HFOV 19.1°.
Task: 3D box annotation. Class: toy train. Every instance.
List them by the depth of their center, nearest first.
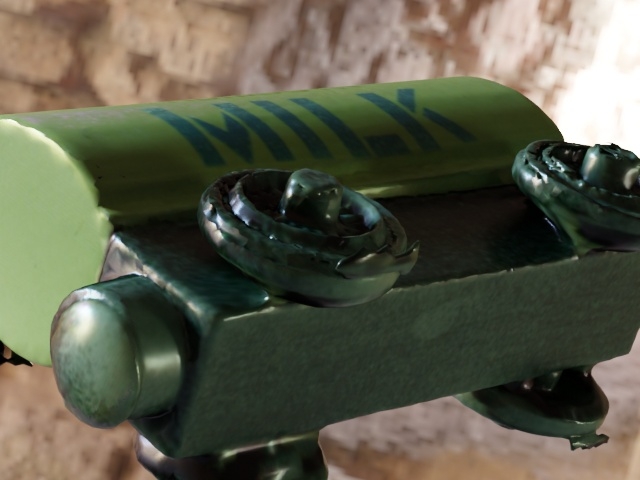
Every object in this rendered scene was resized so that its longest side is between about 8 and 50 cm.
[{"bbox_3d":[0.000,0.000,0.597,0.253,0.105,0.157,-10,36,-45],"label":"toy train"}]
